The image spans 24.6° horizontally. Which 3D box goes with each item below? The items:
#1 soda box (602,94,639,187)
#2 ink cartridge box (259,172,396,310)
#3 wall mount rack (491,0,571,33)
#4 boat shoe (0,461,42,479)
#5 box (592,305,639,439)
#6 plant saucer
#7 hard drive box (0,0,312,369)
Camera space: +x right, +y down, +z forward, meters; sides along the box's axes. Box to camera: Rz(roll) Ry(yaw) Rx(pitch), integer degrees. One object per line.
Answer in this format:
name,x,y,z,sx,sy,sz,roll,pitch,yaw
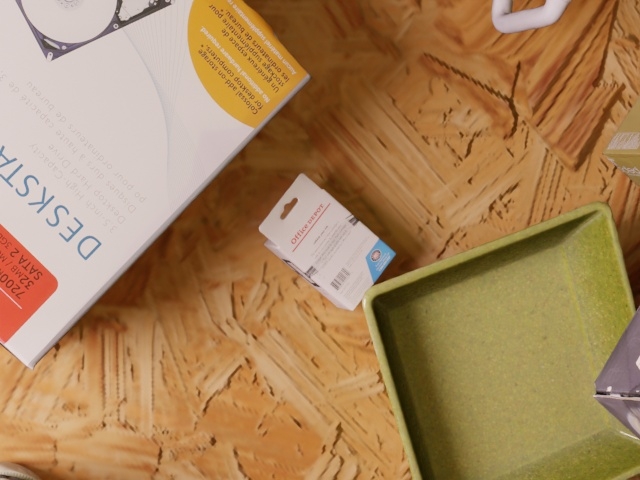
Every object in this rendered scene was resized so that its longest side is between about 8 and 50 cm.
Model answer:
soda box,0.275,-0.113,1.012,0.061,0.058,0.181,38,80,-20
ink cartridge box,0.000,0.000,0.927,0.083,0.028,0.048,41,79,-19
wall mount rack,0.062,-0.294,0.872,0.350,0.130,0.304,11,88,-19
boat shoe,-0.164,0.284,0.849,0.109,0.091,0.305,-13,98,-20
box,0.408,0.044,1.030,0.318,0.097,0.395,41,71,-21
plant saucer,0.125,0.088,0.974,0.188,0.045,0.188,-20,101,-20
hard drive box,-0.152,-0.075,0.830,0.181,0.089,0.232,46,78,-18
